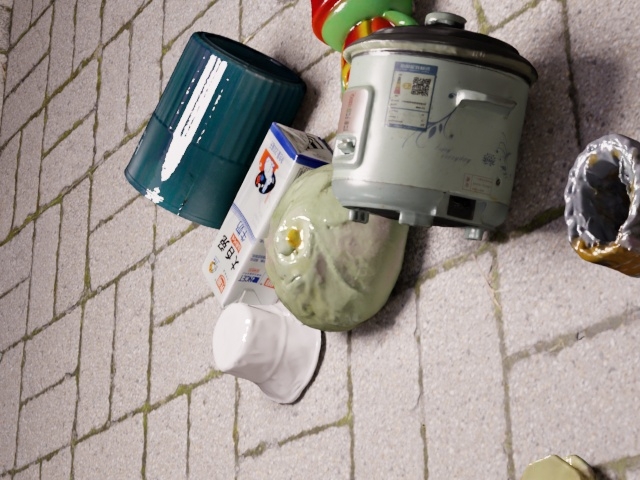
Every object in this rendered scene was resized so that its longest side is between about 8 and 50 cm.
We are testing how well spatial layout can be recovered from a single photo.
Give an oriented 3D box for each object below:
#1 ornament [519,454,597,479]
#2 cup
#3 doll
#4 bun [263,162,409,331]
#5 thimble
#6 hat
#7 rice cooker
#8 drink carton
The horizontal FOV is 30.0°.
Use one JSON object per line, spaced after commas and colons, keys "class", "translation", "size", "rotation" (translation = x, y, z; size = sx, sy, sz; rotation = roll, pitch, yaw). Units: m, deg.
{"class": "ornament", "translation": [0.299, 0.355, 1.365], "size": [0.201, 0.059, 0.180], "rotation": [33, 109, 54]}
{"class": "cup", "translation": [-0.169, -0.202, 2.160], "size": [0.242, 0.308, 0.292], "rotation": [33, 107, 22]}
{"class": "doll", "translation": [0.064, -0.387, 1.906], "size": [0.182, 0.160, 0.363], "rotation": [-46, 42, 47]}
{"class": "bun", "translation": [0.000, 0.000, 1.834], "size": [0.283, 0.179, 0.283], "rotation": [-31, 52, 50]}
{"class": "thimble", "translation": [0.360, -0.037, 1.369], "size": [0.127, 0.118, 0.151], "rotation": [-12, 67, 54]}
{"class": "hat", "translation": [-0.101, 0.170, 1.968], "size": [0.203, 0.126, 0.203], "rotation": [-30, 54, 52]}
{"class": "rice cooker", "translation": [0.150, -0.158, 1.599], "size": [0.317, 0.264, 0.316], "rotation": [-170, 90, -69]}
{"class": "drink carton", "translation": [-0.084, -0.030, 2.042], "size": [0.315, 0.107, 0.130], "rotation": [-63, 33, 21]}
